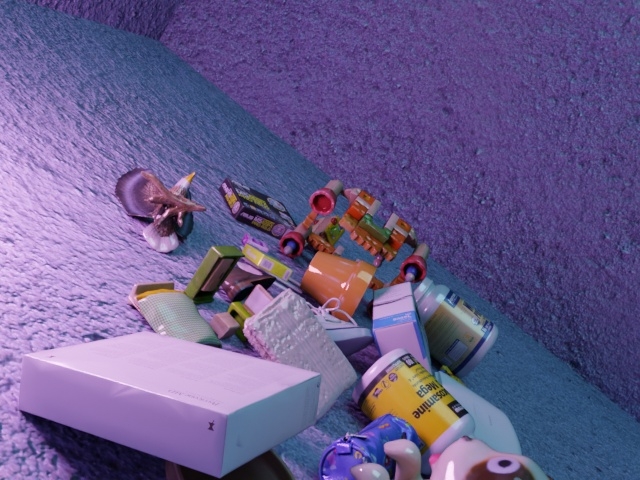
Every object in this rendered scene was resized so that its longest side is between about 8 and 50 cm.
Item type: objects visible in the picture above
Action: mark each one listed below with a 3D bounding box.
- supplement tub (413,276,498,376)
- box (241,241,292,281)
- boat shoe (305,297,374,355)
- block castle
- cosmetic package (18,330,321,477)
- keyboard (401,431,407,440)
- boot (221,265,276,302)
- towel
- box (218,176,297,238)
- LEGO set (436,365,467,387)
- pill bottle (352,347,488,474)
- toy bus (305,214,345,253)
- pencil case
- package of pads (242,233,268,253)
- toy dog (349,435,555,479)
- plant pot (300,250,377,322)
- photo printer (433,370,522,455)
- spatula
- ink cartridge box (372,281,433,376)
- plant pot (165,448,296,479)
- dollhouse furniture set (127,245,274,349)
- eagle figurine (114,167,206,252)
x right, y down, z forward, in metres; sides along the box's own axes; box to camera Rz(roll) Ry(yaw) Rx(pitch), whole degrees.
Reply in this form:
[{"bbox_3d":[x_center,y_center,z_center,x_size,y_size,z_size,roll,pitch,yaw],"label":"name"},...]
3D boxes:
[{"bbox_3d":[0.432,0.297,2.344,0.316,0.228,0.228,39,16,7],"label":"supplement tub"},{"bbox_3d":[-0.162,0.060,1.970,0.109,0.042,0.178,30,-1,-26],"label":"box"},{"bbox_3d":[-0.001,0.227,1.793,0.367,0.136,0.157,7,50,-48],"label":"boat shoe"},{"bbox_3d":[0.117,0.038,2.248,0.453,0.303,0.213,37,34,0],"label":"block castle"},{"bbox_3d":[-0.229,0.238,1.063,0.377,0.098,0.284,9,2,26],"label":"cosmetic package"},{"bbox_3d":[0.176,0.505,1.403,0.100,0.038,0.192,-82,162,-71],"label":"keyboard"},{"bbox_3d":[-0.205,0.099,1.836,0.106,0.082,0.219,44,19,15],"label":"boot"},{"bbox_3d":[-0.046,0.263,1.564,0.282,0.049,0.187,54,43,0],"label":"towel"},{"bbox_3d":[-0.218,-0.107,2.421,0.270,0.060,0.216,25,20,-36],"label":"box"},{"bbox_3d":[0.376,0.439,2.089,0.227,0.087,0.093,24,20,-40],"label":"LEGO set"},{"bbox_3d":[0.251,0.439,1.640,0.334,0.188,0.188,44,18,25],"label":"pill bottle"},{"bbox_3d":[0.010,-0.007,2.524,0.104,0.202,0.191,63,-2,-23],"label":"toy bus"},{"bbox_3d":[0.108,0.451,1.423,0.119,0.133,0.306,-1,-3,27],"label":"pencil case"},{"bbox_3d":[-0.208,0.014,2.152,0.083,0.032,0.050,28,17,-29],"label":"package of pads"},{"bbox_3d":[0.180,0.477,0.995,0.284,0.408,0.395,15,26,-51],"label":"toy dog"},{"bbox_3d":[0.047,0.130,2.082,0.187,0.205,0.205,28,16,5],"label":"plant pot"},{"bbox_3d":[0.430,0.531,1.881,0.307,0.107,0.256,34,22,-8],"label":"photo printer"},{"bbox_3d":[-0.147,0.109,2.051,0.242,0.019,0.168,34,11,-14],"label":"spatula"},{"bbox_3d":[0.242,0.285,1.980,0.307,0.128,0.223,-74,147,-73],"label":"ink cartridge box"},{"bbox_3d":[-0.150,0.405,1.046,0.237,0.110,0.237,33,16,-10],"label":"plant pot"},{"bbox_3d":[-0.254,0.130,1.518,0.197,0.151,0.301,43,17,20],"label":"dollhouse furniture set"},{"bbox_3d":[-0.421,-0.102,1.846,0.298,0.225,0.227,6,-64,61],"label":"eagle figurine"}]
